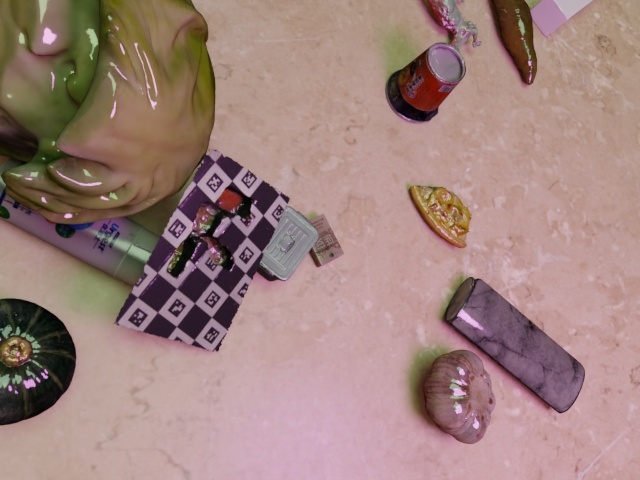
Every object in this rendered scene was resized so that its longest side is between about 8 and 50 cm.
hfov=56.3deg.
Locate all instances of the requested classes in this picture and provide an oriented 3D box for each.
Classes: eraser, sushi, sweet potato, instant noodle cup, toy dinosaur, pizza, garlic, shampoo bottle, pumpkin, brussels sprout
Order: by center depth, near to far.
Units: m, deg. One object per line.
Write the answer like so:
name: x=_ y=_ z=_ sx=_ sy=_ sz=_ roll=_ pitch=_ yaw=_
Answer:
pumpkin: x=-0.413 y=0.159 z=0.796 sx=0.167 sy=0.125 sz=0.167 roll=8 pitch=66 yaw=-19
brussels sprout: x=-0.307 y=-0.240 z=0.820 sx=0.425 sy=0.342 sz=0.361 roll=52 pitch=26 yaw=15
shampoo bottle: x=-0.337 y=-0.009 z=0.893 sx=0.303 sy=0.092 sz=0.092 roll=31 pitch=66 yaw=-12
sushi: x=-0.176 y=0.015 z=0.901 sx=0.192 sy=0.043 sz=0.280 roll=29 pitch=85 yaw=-45
garlic: x=0.242 y=0.271 z=1.057 sx=0.147 sy=0.102 sz=0.159 roll=-24 pitch=98 yaw=-40
instant noodle cup: x=0.214 y=-0.317 z=1.184 sx=0.127 sy=0.135 sz=0.127 roll=6 pitch=73 yaw=-20
pizza: x=0.247 y=-0.059 z=1.184 sx=0.099 sy=0.035 sz=0.160 roll=-40 pitch=93 yaw=-27
toy dinosaur: x=0.266 y=-0.511 z=1.304 sx=0.242 sy=0.053 sz=0.167 roll=42 pitch=71 yaw=-17
sweet potato: x=0.454 y=-0.477 z=1.365 sx=0.077 sy=0.077 sz=0.244 roll=-12 pitch=80 yaw=-25
eraser: x=0.639 y=-0.613 z=1.478 sx=0.298 sy=0.078 sz=0.076 roll=-38 pitch=93 yaw=-26

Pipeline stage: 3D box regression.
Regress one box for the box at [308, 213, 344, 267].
box: x=0.000 y=0.000 z=1.070 sx=0.053 sy=0.024 sz=0.083 roll=-27 pitch=86 yaw=-27

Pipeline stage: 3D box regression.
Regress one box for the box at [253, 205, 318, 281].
box: x=-0.070 y=0.010 z=1.013 sx=0.084 sy=0.069 sz=0.122 roll=41 pitch=65 yaw=-10

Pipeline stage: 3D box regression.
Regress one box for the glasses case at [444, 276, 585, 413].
glasses case: x=0.376 y=0.203 z=1.152 sx=0.299 sy=0.060 sz=0.114 roll=38 pitch=65 yaw=-9
